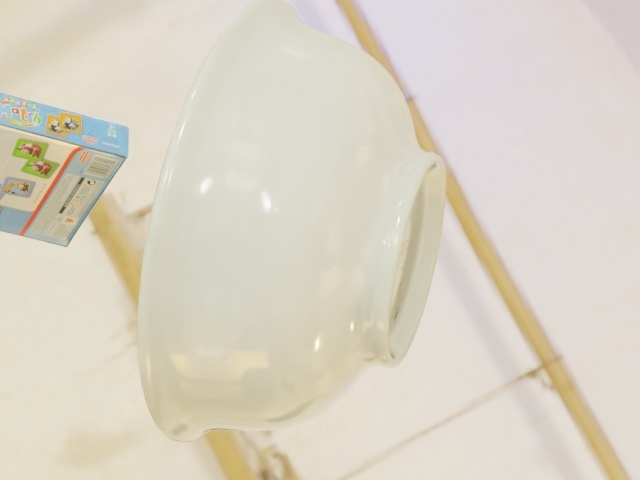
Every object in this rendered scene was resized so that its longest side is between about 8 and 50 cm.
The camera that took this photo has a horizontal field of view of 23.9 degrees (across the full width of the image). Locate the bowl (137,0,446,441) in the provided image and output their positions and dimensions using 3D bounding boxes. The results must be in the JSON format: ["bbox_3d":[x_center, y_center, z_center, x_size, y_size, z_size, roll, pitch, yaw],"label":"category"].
[{"bbox_3d":[0.000,0.000,0.984,0.298,0.134,0.297,13,90,-75],"label":"bowl"}]

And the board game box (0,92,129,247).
[{"bbox_3d":[-0.294,-0.069,1.315,0.160,0.212,0.039,-47,-143,48],"label":"board game box"}]
